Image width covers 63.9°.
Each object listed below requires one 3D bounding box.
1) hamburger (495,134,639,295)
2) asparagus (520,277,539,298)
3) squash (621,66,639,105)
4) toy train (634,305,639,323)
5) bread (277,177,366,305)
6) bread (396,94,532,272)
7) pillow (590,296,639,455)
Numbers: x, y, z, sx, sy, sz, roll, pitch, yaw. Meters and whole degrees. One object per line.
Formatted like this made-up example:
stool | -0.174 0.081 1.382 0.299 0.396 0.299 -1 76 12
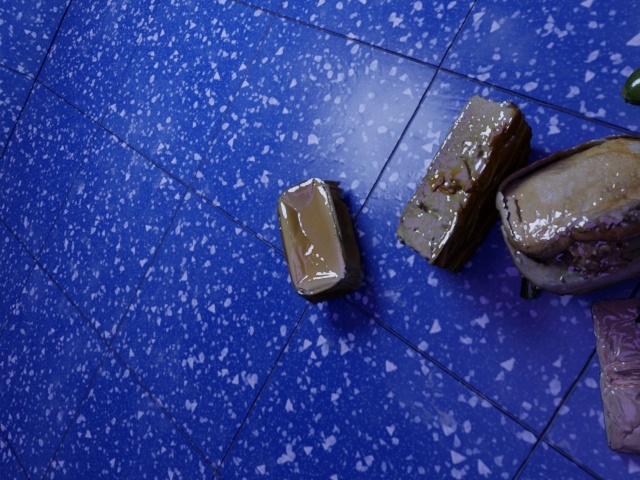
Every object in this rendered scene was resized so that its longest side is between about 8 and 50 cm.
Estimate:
hamburger | 0.392 -0.047 0.752 0.286 0.146 0.243 -45 36 -17
asparagus | 0.358 0.017 0.868 0.030 0.036 0.165 4 81 23
squash | 0.570 -0.275 0.772 0.219 0.068 0.077 -36 59 21
toy train | 0.554 0.040 0.675 0.154 0.115 0.269 32 90 24
bread | 0.000 0.000 1.054 0.136 0.107 0.241 -23 69 24
bread | 0.249 -0.086 0.872 0.114 0.185 0.274 31 97 27
pillow | 0.477 0.195 0.753 0.126 0.043 0.232 -6 75 26
